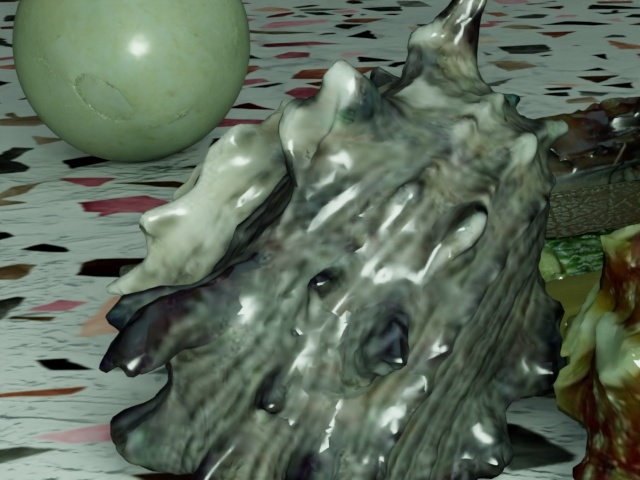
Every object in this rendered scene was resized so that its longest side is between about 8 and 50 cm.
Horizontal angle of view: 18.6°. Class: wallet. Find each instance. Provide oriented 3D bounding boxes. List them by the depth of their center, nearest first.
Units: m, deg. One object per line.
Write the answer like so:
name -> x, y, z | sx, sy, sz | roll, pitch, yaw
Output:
wallet -> 0.120, 0.009, 1.147 | 0.243, 0.039, 0.133 | -8, 21, -25

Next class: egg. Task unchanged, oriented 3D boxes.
egg -> -0.149, -0.157, 1.539 | 0.186, 0.187, 0.253 | -2, 17, -3

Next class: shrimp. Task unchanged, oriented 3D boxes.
shrimp -> 0.111, -0.044, 1.322 | 0.289, 0.075, 0.178 | -18, 14, -11

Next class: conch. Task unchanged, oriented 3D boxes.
conch -> -0.004, 0.011, 0.890 | 0.240, 0.186, 0.313 | -25, 23, 25

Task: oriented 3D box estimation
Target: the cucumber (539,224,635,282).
cucumber -> 0.196, 0.014, 1.076 | 0.187, 0.058, 0.058 | -9, 15, -24

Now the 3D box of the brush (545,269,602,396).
brush -> 0.208, 0.038, 0.990 | 0.233, 0.047, 0.103 | -10, 16, -32

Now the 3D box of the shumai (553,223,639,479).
shumai -> 0.197, 0.024, 0.754 | 0.218, 0.189, 0.256 | -8, 10, -33
